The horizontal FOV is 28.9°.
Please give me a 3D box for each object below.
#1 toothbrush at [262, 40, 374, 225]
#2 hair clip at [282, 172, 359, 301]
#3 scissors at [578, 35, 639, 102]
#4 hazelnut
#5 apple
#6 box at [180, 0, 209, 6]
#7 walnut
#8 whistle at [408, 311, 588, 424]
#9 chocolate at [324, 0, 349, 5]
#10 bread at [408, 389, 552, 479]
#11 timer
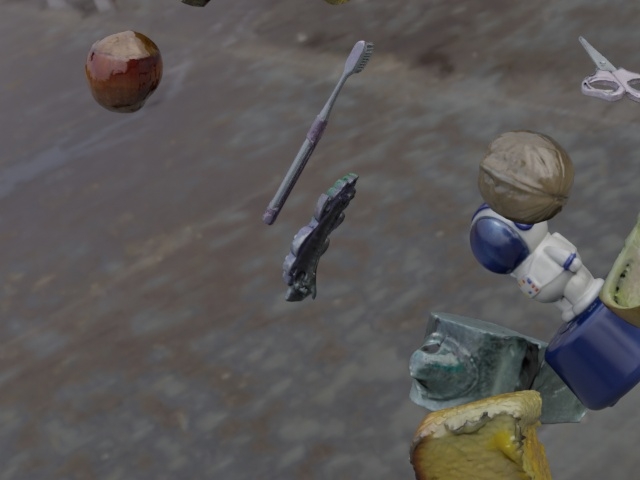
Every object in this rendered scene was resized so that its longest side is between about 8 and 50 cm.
[{"bbox_3d":[-0.006,-0.161,1.916,0.029,0.354,0.024,-5,45,-44],"label":"toothbrush"},{"bbox_3d":[0.002,0.001,1.620,0.052,0.195,0.124,30,21,11],"label":"hair clip"},{"bbox_3d":[0.334,-0.203,1.452,0.100,0.015,0.189,-2,32,-8],"label":"scissors"},{"bbox_3d":[-0.192,-0.165,1.225,0.086,0.086,0.086,-18,26,9],"label":"hazelnut"},{"bbox_3d":[0.486,0.014,1.545,0.265,0.193,0.120,-64,25,14],"label":"apple"},{"bbox_3d":[-0.121,-0.423,1.509,0.240,0.159,0.071,-41,-9,19],"label":"box"},{"bbox_3d":[0.308,-0.095,1.865,0.140,0.140,0.162,-36,45,-26],"label":"walnut"},{"bbox_3d":[0.339,0.246,2.258,0.404,0.168,0.188,13,4,-11],"label":"whistle"},{"bbox_3d":[-0.063,-0.246,0.908,0.086,0.219,0.085,-58,-3,-5],"label":"chocolate"},{"bbox_3d":[0.162,0.230,1.170,0.140,0.160,0.169,-17,-8,17],"label":"bread"},{"bbox_3d":[0.412,0.073,2.120,0.270,0.383,0.270,-49,-5,-6],"label":"timer"}]
